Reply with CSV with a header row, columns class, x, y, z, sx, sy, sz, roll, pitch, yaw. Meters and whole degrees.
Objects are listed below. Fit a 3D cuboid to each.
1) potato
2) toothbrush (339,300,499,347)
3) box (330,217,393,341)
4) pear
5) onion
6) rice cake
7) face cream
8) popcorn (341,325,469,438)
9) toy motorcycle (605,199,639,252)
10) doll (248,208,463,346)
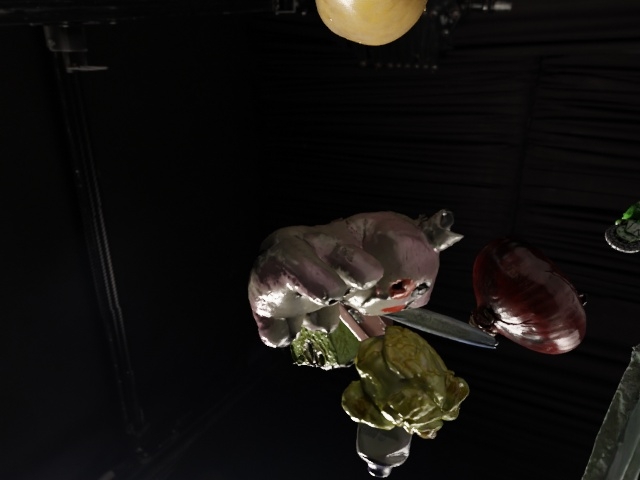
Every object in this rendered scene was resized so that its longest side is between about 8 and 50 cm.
class,x,y,z,sx,sy,sz,roll,pitch,yaw
potato,0.073,-0.342,0.638,0.150,0.146,0.234,-65,-3,9
toothbrush,0.090,0.109,0.818,0.042,0.413,0.035,-31,-45,-74
box,0.094,0.087,1.117,0.215,0.086,0.215,53,-145,-37
pear,0.000,0.219,1.373,0.164,0.238,0.255,-23,-85,-38
onion,0.522,0.164,1.301,0.285,0.348,0.347,-37,-27,4
rice cake,0.413,0.252,0.647,0.085,0.040,0.226,21,-89,-30
face cream,0.207,0.517,1.530,0.137,0.234,0.420,15,-101,-37
popcorn,0.107,0.176,0.622,0.141,0.162,0.136,73,-161,-48
toy motorcycle,0.514,-0.010,0.701,0.074,0.190,0.106,81,-156,-48
doll,0.028,0.028,0.441,0.095,0.192,0.149,69,151,25
